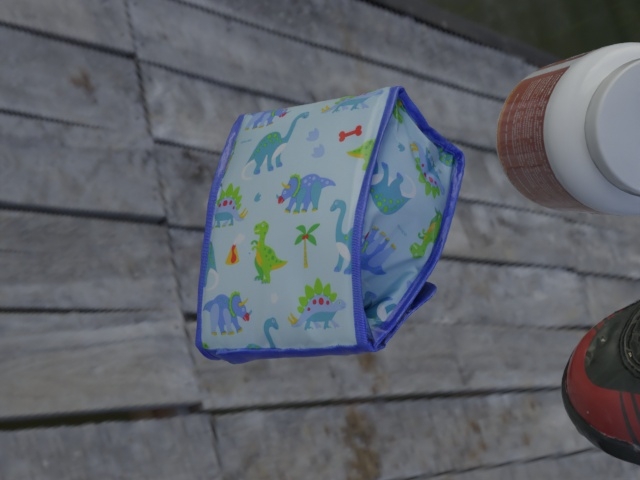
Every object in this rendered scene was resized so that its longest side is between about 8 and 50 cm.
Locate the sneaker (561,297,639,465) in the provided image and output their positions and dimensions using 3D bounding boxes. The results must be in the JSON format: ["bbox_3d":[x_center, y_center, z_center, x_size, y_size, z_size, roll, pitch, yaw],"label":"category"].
[{"bbox_3d":[0.219,0.013,0.489,0.135,0.276,0.097,50,29,-45],"label":"sneaker"}]

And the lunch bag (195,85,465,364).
[{"bbox_3d":[0.000,0.000,0.710,0.096,0.129,0.151,42,54,-37],"label":"lunch bag"}]

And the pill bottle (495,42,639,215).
[{"bbox_3d":[0.208,-0.077,0.889,0.121,0.121,0.216,63,-4,-5],"label":"pill bottle"}]
